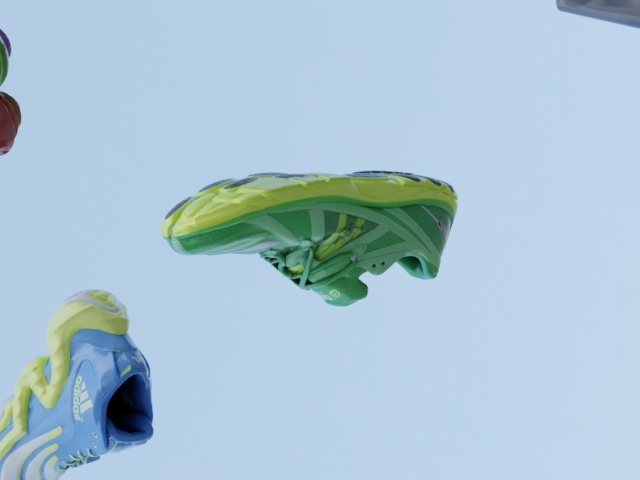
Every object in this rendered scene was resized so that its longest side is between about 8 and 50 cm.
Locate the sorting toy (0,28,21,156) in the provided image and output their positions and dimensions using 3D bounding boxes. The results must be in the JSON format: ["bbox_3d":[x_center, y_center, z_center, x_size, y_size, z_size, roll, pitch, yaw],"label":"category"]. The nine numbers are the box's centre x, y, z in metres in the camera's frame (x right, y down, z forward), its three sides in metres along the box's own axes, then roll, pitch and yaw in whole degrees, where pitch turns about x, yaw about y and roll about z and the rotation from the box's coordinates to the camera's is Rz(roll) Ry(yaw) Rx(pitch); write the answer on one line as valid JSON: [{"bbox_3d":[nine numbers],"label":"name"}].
[{"bbox_3d":[-0.216,-0.104,1.145,0.042,0.061,0.102,-42,-34,-49],"label":"sorting toy"}]

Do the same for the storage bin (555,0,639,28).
[{"bbox_3d":[0.210,-0.202,1.194,0.098,0.091,0.135,-23,-60,-59],"label":"storage bin"}]

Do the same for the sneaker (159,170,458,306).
[{"bbox_3d":[0.000,0.000,1.596,0.296,0.109,0.123,-2,-85,-30],"label":"sneaker"}]

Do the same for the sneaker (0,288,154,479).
[{"bbox_3d":[-0.216,0.165,1.546,0.091,0.126,0.240,-5,-49,-39],"label":"sneaker"}]
